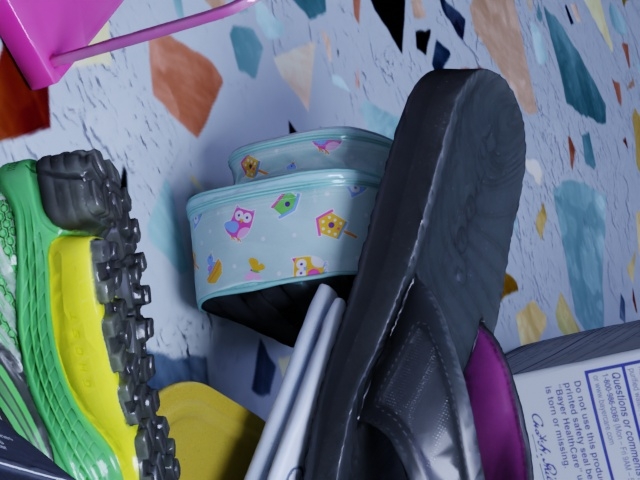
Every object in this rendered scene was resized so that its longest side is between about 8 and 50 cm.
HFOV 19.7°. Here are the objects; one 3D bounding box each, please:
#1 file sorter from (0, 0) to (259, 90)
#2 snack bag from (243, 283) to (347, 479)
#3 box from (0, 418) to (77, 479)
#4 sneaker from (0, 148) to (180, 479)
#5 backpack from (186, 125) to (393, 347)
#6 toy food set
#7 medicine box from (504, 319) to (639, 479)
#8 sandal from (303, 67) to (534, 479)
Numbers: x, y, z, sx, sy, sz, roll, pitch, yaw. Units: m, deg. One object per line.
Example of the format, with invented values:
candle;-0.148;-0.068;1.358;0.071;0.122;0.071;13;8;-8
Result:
file sorter;-0.135;-0.282;1.121;0.291;0.182;0.202;63;31;-25
snack bag;0.012;0.253;1.195;0.342;0.037;0.323;63;39;-49
box;-0.219;0.092;0.801;0.093;0.158;0.156;-59;145;1
sneaker;-0.152;0.125;0.979;0.134;0.146;0.344;-72;154;-77
backpack;0.000;0.000;1.261;0.188;0.165;0.144;7;76;-62
toy food set;-0.084;0.164;1.144;0.218;0.071;0.128;40;60;-50
medicine box;0.266;0.153;1.561;0.263;0.289;0.149;-15;91;-62
sandal;0.076;0.105;1.136;0.167;0.107;0.446;29;70;-58
